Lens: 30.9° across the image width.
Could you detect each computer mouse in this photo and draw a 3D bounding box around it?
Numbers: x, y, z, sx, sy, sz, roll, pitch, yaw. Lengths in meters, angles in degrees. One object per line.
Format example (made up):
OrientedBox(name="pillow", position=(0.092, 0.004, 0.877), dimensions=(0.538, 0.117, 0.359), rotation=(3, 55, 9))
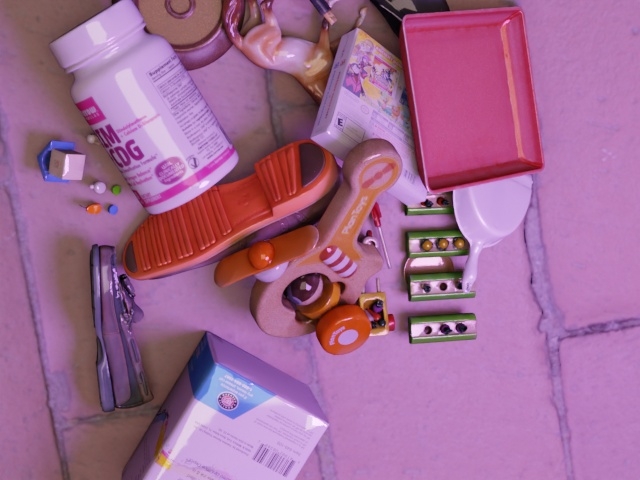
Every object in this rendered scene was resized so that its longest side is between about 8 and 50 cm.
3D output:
OrientedBox(name="computer mouse", position=(0.088, -0.363, 1.711), dimensions=(0.184, 0.060, 0.262), rotation=(-45, 104, -23))

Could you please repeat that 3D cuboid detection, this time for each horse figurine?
OrientedBox(name="horse figurine", position=(-0.042, -0.303, 1.728), dimensions=(0.263, 0.066, 0.174), rotation=(19, 93, -17))

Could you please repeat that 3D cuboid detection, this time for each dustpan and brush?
OrientedBox(name="dustpan and brush", position=(0.253, -0.021, 1.801), dimensions=(0.147, 0.060, 0.211), rotation=(22, 66, -31))

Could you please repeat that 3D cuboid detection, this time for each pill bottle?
OrientedBox(name="pill bottle", position=(-0.255, -0.193, 1.659), dimensions=(0.160, 0.160, 0.283), rotation=(-32, 105, -2))

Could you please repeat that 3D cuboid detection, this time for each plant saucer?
OrientedBox(name="plant saucer", position=(0.172, 0.050, 1.848), dimensions=(0.084, 0.015, 0.083), rotation=(-1, 99, -9))
OrientedBox(name="plant saucer", position=(0.220, -0.213, 1.737), dimensions=(0.258, 0.048, 0.259), rotation=(-13, 97, -38))
OrientedBox(name="plant saucer", position=(-0.208, -0.350, 1.710), dimensions=(0.199, 0.036, 0.198), rotation=(-1, 99, -9))

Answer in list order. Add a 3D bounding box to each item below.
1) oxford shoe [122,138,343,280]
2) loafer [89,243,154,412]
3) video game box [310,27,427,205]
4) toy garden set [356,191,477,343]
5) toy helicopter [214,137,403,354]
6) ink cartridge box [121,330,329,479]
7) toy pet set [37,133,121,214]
OrientedBox(name="oxford shoe", position=(-0.122, -0.016, 1.735), dimensions=(0.364, 0.130, 0.132), rotation=(-23, 145, 12))
OrientedBox(name="loafer", position=(-0.301, 0.130, 1.751), dimensions=(0.084, 0.096, 0.267), rotation=(-4, 109, -11))
OrientedBox(name="video game box", position=(0.092, -0.181, 1.708), dimensions=(0.205, 0.048, 0.187), rotation=(33, 62, -30))
OrientedBox(name="toy garden set", position=(0.146, 0.041, 1.802), dimensions=(0.204, 0.049, 0.244), rotation=(-3, 92, -12))
OrientedBox(name="toy helicopter", position=(0.000, 0.000, 1.660), dimensions=(0.235, 0.140, 0.355), rotation=(8, 125, -32))
OrientedBox(name="ink cartridge box", position=(-0.152, 0.317, 1.749), dimensions=(0.198, 0.197, 0.270), rotation=(31, 93, -13))
OrientedBox(name="toy pet set", position=(-0.358, -0.106, 1.727), dimensions=(0.114, 0.065, 0.122), rotation=(0, 106, -47))
